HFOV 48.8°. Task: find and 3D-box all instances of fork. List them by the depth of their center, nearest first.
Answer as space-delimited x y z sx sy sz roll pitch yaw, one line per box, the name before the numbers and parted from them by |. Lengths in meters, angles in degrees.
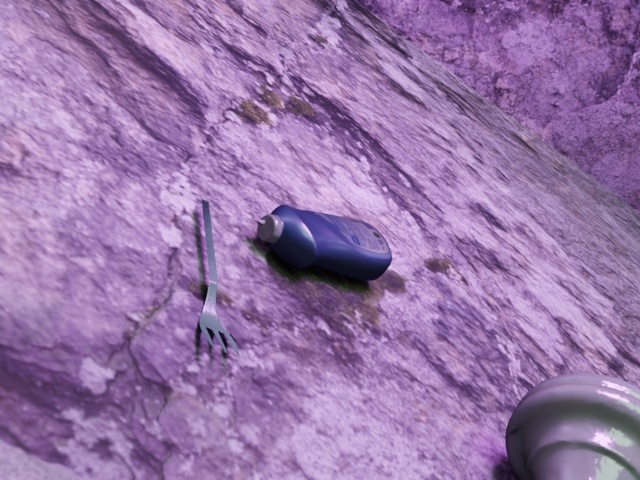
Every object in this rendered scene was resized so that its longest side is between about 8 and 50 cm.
fork | -0.117 0.036 0.760 0.039 0.021 0.235 28 29 -33

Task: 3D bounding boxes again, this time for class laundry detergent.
laundry detergent | 0.001 -0.001 0.919 0.206 0.061 0.097 12 41 -43

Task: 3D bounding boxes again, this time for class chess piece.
chess piece | 0.268 0.293 0.730 0.194 0.194 0.299 42 36 2
